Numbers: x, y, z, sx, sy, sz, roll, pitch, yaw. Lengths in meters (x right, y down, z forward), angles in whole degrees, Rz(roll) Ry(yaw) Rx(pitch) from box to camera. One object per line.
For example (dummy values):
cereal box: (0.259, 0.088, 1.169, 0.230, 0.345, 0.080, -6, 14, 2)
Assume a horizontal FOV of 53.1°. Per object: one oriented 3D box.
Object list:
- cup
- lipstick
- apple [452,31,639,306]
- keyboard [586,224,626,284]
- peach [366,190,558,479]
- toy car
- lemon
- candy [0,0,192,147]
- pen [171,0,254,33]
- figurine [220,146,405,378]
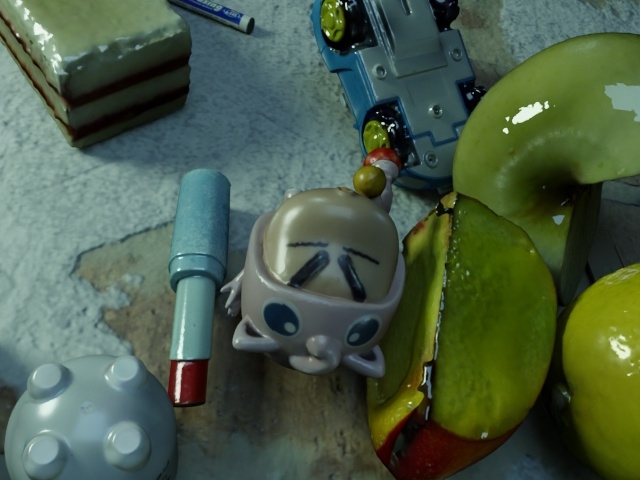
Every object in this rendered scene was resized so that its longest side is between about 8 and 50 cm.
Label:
cup: (-0.202, 0.169, 0.516, 0.173, 0.142, 0.134, -17, 61, -23)
lipstick: (-0.129, 0.046, 0.666, 0.061, 0.068, 0.274, -2, 54, -2)
apple: (0.285, -0.098, 0.727, 0.233, 0.295, 0.258, 42, 40, 10)
keyboard: (0.371, 0.050, 0.816, 0.055, 0.017, 0.166, -1, 55, -8)
peach: (0.136, 0.111, 0.626, 0.153, 0.159, 0.267, 16, 65, -13)
toy car: (0.102, -0.208, 0.856, 0.198, 0.166, 0.314, -21, 91, -26)
lemon: (0.327, 0.139, 0.611, 0.219, 0.240, 0.240, -13, 58, -4)
candy: (-0.313, -0.286, 0.824, 0.179, 0.135, 0.321, -26, 65, -29)
pen: (-0.196, -0.364, 0.974, 0.204, 0.025, 0.025, 24, 53, 4)
figurine: (0.000, 0.000, 0.642, 0.176, 0.186, 0.287, 12, 37, 4)
